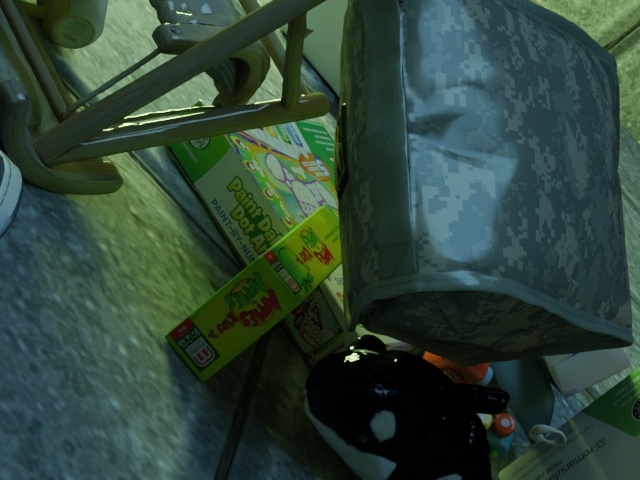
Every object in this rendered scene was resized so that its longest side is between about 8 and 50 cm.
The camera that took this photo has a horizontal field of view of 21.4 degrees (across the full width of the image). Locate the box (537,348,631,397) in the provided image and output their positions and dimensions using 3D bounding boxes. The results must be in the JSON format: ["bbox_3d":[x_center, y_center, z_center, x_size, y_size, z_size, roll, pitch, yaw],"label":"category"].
[{"bbox_3d":[0.224,0.092,1.551,0.063,0.067,0.324,62,2,2],"label":"box"}]

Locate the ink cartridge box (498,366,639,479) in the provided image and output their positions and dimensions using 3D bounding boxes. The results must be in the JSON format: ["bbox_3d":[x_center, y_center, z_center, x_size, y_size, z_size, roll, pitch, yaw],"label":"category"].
[{"bbox_3d":[0.287,0.257,1.375,0.117,0.201,0.278,35,24,-35],"label":"ink cartridge box"}]

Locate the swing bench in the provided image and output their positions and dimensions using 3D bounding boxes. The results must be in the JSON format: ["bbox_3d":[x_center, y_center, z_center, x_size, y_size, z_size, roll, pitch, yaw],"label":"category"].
[{"bbox_3d":[-0.154,-0.185,1.201,0.253,0.254,0.165,61,-17,25],"label":"swing bench"}]

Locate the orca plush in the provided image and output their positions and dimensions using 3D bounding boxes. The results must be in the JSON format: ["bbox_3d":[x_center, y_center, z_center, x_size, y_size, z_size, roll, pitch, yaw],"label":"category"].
[{"bbox_3d":[0.100,0.152,1.258,0.287,0.102,0.151,51,30,-39],"label":"orca plush"}]

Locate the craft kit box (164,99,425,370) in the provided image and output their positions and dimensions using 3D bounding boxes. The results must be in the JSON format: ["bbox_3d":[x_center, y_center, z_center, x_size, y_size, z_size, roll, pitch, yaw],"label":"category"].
[{"bbox_3d":[0.000,0.000,1.439,0.247,0.061,0.250,58,20,13],"label":"craft kit box"}]

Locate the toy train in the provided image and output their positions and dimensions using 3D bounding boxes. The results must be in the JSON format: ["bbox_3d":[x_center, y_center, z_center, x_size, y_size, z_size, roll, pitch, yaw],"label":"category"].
[{"bbox_3d":[0.119,0.140,1.375,0.166,0.125,0.046,44,53,-31],"label":"toy train"}]

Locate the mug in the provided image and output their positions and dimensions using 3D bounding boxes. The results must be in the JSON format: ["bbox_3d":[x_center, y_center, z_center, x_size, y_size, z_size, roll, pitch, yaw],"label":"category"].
[{"bbox_3d":[-0.203,-0.183,1.331,0.062,0.078,0.064,79,1,-49],"label":"mug"}]

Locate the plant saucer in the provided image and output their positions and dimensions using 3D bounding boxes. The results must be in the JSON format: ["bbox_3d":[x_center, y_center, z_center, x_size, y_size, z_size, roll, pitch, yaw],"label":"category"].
[{"bbox_3d":[0.135,0.040,1.532,0.318,0.043,0.317,61,2,-4],"label":"plant saucer"}]

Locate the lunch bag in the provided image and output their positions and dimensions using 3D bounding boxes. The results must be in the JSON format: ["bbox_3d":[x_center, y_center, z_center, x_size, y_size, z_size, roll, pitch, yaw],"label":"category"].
[{"bbox_3d":[0.098,-0.048,1.187,0.287,0.169,0.235,23,62,-57],"label":"lunch bag"}]

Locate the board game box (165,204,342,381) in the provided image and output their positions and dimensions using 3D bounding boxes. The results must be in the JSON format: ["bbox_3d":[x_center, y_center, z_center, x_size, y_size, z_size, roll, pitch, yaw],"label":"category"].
[{"bbox_3d":[-0.038,0.035,1.218,0.043,0.092,0.181,50,19,0],"label":"board game box"}]

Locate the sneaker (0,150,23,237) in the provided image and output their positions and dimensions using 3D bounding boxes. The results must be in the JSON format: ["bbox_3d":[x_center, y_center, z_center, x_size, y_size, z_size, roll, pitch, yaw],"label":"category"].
[{"bbox_3d":[-0.249,-0.083,0.940,0.163,0.086,0.226,51,5,-34],"label":"sneaker"}]

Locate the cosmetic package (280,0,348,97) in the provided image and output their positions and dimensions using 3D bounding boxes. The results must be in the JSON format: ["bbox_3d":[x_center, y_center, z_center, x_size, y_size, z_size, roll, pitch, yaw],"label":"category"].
[{"bbox_3d":[0.072,-0.246,1.915,0.151,0.151,0.184,50,19,-3],"label":"cosmetic package"}]
